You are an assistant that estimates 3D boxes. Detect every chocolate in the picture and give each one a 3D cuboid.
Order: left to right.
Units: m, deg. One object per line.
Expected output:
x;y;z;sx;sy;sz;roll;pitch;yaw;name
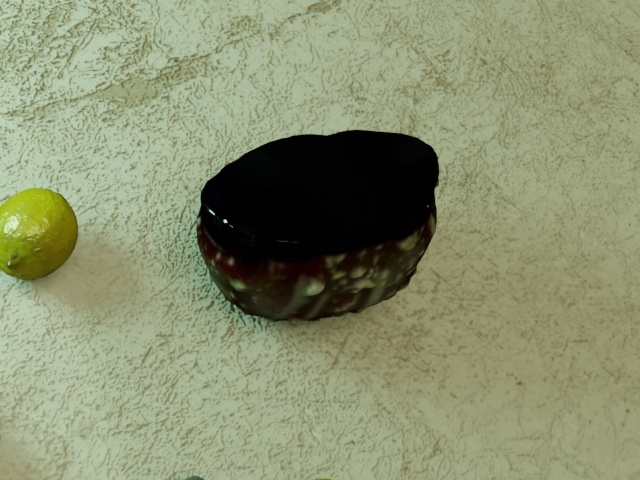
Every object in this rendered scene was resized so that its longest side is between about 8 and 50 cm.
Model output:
0.000;0.000;1.662;0.340;0.210;0.225;-15;47;-23;chocolate

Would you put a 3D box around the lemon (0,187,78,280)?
-0.363;-0.010;1.568;0.109;0.109;0.133;36;53;-7;lemon

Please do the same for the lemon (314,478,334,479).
0.005;0.344;1.619;0.092;0.065;0.065;13;66;-28;lemon

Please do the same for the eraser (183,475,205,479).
-0.097;0.459;1.534;0.089;0.061;0.352;-30;84;-28;eraser
